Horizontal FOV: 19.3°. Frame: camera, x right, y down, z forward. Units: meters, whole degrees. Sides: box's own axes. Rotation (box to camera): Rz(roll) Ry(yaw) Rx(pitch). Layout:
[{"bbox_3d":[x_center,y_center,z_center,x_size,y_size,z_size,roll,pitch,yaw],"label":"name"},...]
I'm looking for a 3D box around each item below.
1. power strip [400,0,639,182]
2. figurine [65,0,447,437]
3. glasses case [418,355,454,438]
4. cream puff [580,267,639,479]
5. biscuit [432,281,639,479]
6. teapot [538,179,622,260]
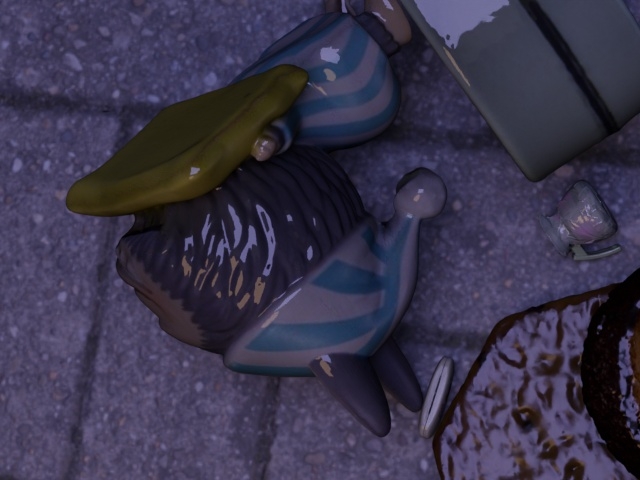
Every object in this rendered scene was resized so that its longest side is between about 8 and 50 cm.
[{"bbox_3d":[0.162,-0.237,1.745,0.161,0.357,0.357,-35,76,7],"label":"power strip"},{"bbox_3d":[0.000,0.000,1.857,0.361,0.266,0.378,-40,109,-17],"label":"figurine"},{"bbox_3d":[0.114,0.155,1.859,0.021,0.032,0.083,16,79,12],"label":"glasses case"},{"bbox_3d":[0.353,0.122,1.703,0.239,0.165,0.239,-1,81,7],"label":"cream puff"},{"bbox_3d":[0.286,0.213,1.810,0.359,0.046,0.359,-2,82,12],"label":"biscuit"},{"bbox_3d":[0.256,-0.012,1.848,0.064,0.064,0.083,-34,108,13],"label":"teapot"}]
